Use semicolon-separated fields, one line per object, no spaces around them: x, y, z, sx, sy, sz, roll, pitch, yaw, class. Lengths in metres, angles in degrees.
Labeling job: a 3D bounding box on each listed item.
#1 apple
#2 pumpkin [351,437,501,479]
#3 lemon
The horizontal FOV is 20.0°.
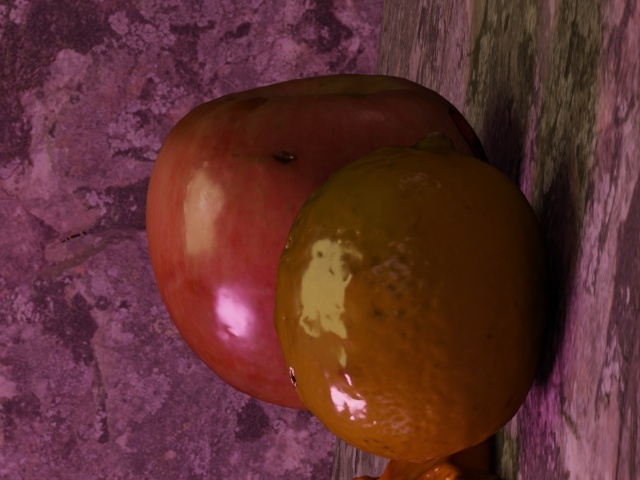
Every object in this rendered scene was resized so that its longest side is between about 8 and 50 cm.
0.000;0.000;1.933;0.391;0.391;0.347;-101;9;-75;apple
0.073;0.282;1.825;0.290;0.095;0.258;-45;16;17;pumpkin
0.082;0.057;1.609;0.260;0.260;0.284;-91;8;-54;lemon
